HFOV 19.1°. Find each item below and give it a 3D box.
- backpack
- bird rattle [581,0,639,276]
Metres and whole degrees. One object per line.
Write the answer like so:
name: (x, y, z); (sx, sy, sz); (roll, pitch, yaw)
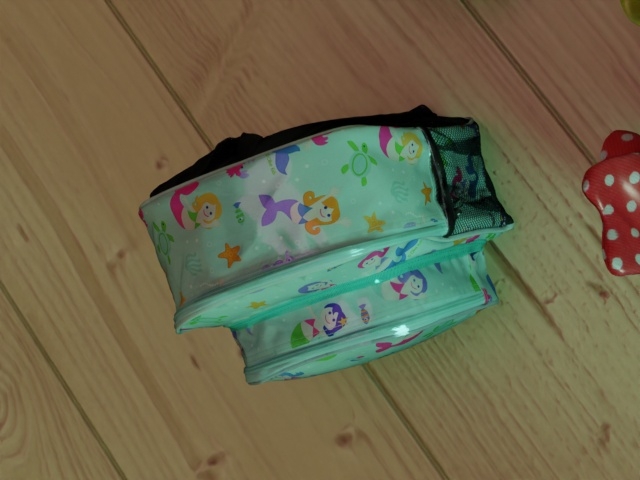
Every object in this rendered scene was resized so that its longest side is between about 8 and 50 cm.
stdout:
backpack: (0.000, 0.000, 1.394); (0.225, 0.253, 0.191); (-19, 79, 28)
bird rattle: (0.287, -0.088, 1.304); (0.207, 0.143, 0.253); (6, 96, 15)
